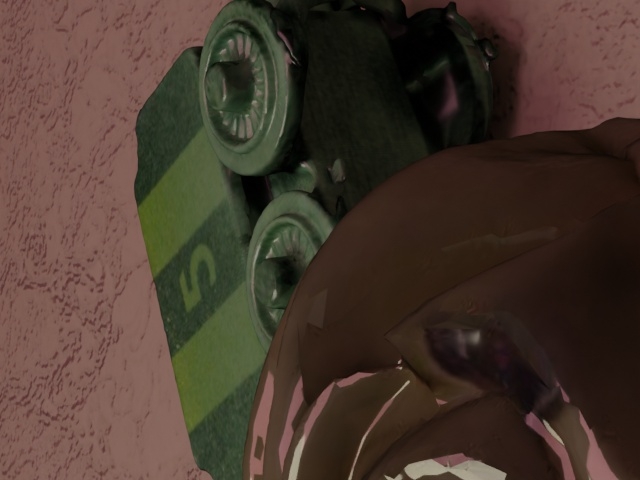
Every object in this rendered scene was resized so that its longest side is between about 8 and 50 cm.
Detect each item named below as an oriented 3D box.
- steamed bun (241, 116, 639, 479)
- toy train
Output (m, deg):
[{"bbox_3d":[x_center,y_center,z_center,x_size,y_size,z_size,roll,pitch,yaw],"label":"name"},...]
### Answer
[{"bbox_3d":[0.121,0.115,0.759,0.367,0.255,0.343,14,103,43],"label":"steamed bun"},{"bbox_3d":[0.000,0.000,1.055,0.238,0.166,0.299,-46,51,49],"label":"toy train"}]
